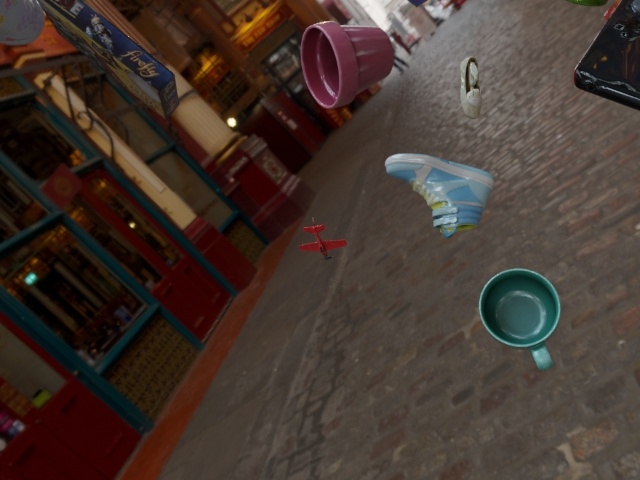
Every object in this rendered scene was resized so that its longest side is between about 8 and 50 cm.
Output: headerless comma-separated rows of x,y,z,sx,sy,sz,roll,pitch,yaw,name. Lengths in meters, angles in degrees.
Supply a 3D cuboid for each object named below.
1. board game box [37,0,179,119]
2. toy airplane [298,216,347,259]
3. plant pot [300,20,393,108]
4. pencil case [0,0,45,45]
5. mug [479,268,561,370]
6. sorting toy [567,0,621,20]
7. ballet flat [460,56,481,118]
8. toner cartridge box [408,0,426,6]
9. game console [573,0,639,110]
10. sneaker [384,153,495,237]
-0.353,-0.319,0.930,0.042,0.243,0.165,-53,8,-10,board game box
0.000,0.000,1.592,0.151,0.151,0.028,-37,22,33,toy airplane
0.073,-0.450,1.369,0.180,0.202,0.201,-22,2,-22,plant pot
-0.580,-0.432,0.927,0.113,0.124,0.273,-1,0,-1,pencil case
0.340,0.135,0.940,0.097,0.129,0.158,37,-116,-64,mug
0.639,-0.611,1.258,0.127,0.366,0.126,-19,-41,-24,sorting toy
0.409,-0.415,1.484,0.057,0.168,0.052,-8,-2,-11,ballet flat
0.087,-0.456,0.774,0.075,0.165,0.347,-25,-2,28,toner cartridge box
0.685,-0.316,0.939,0.342,0.386,0.060,-50,-25,-23,game console
0.322,-0.122,1.565,0.127,0.318,0.208,47,-121,-78,sneaker
